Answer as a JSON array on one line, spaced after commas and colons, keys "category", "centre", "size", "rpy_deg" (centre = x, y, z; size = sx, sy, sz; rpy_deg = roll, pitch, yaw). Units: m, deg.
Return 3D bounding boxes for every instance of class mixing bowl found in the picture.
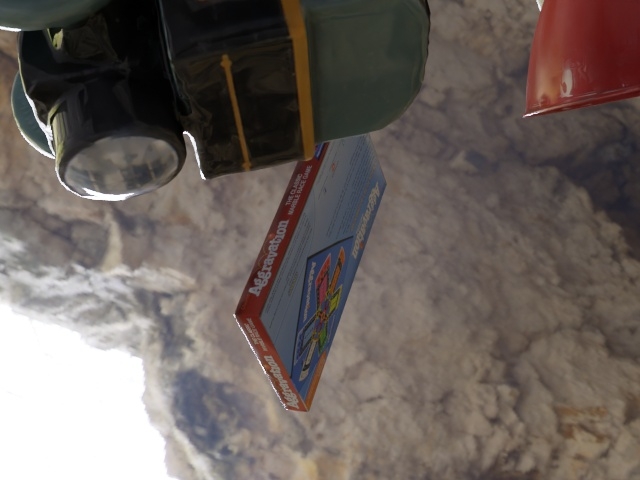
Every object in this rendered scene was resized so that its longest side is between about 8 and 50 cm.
[{"category": "mixing bowl", "centre": [0.220, -0.149, 0.675], "size": [0.181, 0.181, 0.098], "rpy_deg": [-9, -85, 43]}]

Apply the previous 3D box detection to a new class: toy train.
[{"category": "toy train", "centre": [-0.070, -0.174, 0.467], "size": [0.190, 0.142, 0.334], "rpy_deg": [-11, -118, -5]}]

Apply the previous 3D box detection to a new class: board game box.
[{"category": "board game box", "centre": [0.000, 0.000, 0.911], "size": [0.027, 0.145, 0.281], "rpy_deg": [2, -131, 24]}]

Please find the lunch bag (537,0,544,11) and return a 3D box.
[{"category": "lunch bag", "centre": [0.320, -0.346, 0.983], "size": [0.235, 0.168, 0.287], "rpy_deg": [25, -56, 61]}]
